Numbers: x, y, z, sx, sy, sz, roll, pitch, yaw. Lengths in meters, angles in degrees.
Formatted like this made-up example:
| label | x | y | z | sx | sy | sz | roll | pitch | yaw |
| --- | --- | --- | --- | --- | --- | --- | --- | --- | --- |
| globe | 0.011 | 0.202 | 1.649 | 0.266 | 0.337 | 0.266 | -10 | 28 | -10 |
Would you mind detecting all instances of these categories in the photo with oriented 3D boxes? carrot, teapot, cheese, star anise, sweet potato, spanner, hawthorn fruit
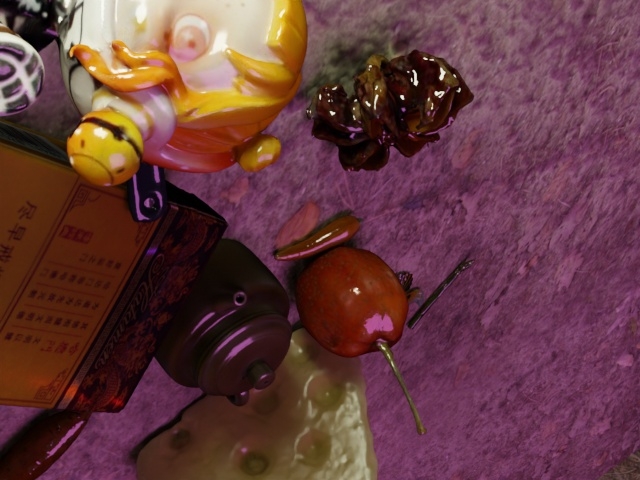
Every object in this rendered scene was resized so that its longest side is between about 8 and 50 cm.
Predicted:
| label | x | y | z | sx | sy | sz | roll | pitch | yaw |
| --- | --- | --- | --- | --- | --- | --- | --- | --- | --- |
| carrot | 0.000 | 0.000 | 1.604 | 0.142 | 0.035 | 0.035 | -26 | 147 | -17 |
| teapot | -0.118 | 0.127 | 1.492 | 0.185 | 0.175 | 0.267 | -26 | 147 | -21 |
| cheese | -0.044 | 0.290 | 1.722 | 0.384 | 0.384 | 0.104 | -38 | 156 | -7 |
| star anise | 0.074 | -0.161 | 1.401 | 0.190 | 0.126 | 0.220 | -22 | 173 | -30 |
| sweet potato | -0.393 | 0.296 | 1.509 | 0.264 | 0.057 | 0.057 | -41 | 150 | 2 |
| spanner | -0.169 | -0.164 | 1.083 | 0.087 | 0.024 | 0.316 | -20 | 119 | -33 |
| hawthorn fruit | 0.071 | 0.135 | 1.608 | 0.165 | 0.285 | 0.165 | -20 | 146 | -15 |

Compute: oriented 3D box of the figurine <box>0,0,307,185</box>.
| label | x | y | z | sx | sy | sz | roll | pitch | yaw |
| --- | --- | --- | --- | --- | --- | --- | --- | --- | --- |
| figurine | -0.148 | -0.174 | 0.953 | 0.323 | 0.320 | 0.196 | 18 | 154 | -26 |

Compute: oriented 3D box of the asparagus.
| label | x | y | z | sx | sy | sz | roll | pitch | yaw |
| --- | --- | --- | --- | --- | --- | --- | --- | --- | --- |
| asparagus | 0.202 | 0.088 | 1.968 | 0.016 | 0.016 | 0.163 | 32 | 105 | -32 |

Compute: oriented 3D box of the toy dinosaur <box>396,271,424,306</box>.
| label | x | y | z | sx | sy | sz | roll | pitch | yaw |
| --- | --- | --- | --- | --- | --- | --- | --- | --- | --- |
| toy dinosaur | 0.112 | 0.093 | 1.853 | 0.106 | 0.044 | 0.187 | -54 | 138 | -6 |

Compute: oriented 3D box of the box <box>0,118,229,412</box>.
| label | x | y | z | sx | sy | sz | roll | pitch | yaw |
| --- | --- | --- | --- | --- | --- | --- | --- | --- | --- |
| box | -0.293 | 0.032 | 1.159 | 0.264 | 0.116 | 0.415 | -61 | 151 | 6 |
